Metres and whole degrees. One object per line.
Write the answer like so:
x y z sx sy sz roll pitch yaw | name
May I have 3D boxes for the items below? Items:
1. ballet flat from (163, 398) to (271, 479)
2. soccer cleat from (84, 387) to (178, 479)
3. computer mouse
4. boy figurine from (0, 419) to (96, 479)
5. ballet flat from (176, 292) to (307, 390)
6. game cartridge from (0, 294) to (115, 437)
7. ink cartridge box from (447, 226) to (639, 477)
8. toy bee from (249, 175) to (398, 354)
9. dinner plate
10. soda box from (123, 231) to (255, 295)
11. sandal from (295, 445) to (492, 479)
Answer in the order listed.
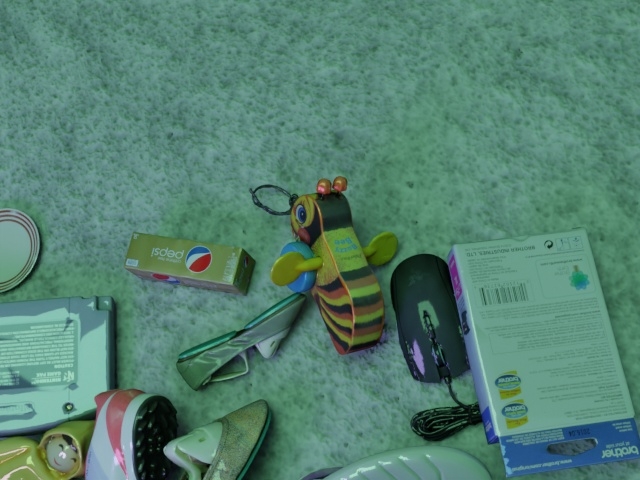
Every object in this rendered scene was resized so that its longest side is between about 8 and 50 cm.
-0.172 0.325 1.466 0.106 0.107 0.316 36 61 -16 | ballet flat
-0.273 0.359 1.514 0.116 0.108 0.318 6 89 37 | soccer cleat
0.189 0.126 1.494 0.184 0.060 0.262 -12 69 13 | computer mouse
-0.420 0.358 1.573 0.285 0.092 0.177 -35 84 7 | boy figurine
-0.102 0.147 1.580 0.213 0.072 0.068 -28 94 6 | ballet flat
-0.450 0.188 1.638 0.297 0.062 0.198 -4 74 1 | game cartridge
0.284 0.143 1.430 0.186 0.065 0.311 -7 66 -8 | ink cartridge box
0.000 0.000 1.518 0.298 0.162 0.195 42 48 13 | toy bee
-0.504 0.017 1.762 0.141 0.017 0.141 -5 69 15 | dinner plate
-0.192 0.034 1.638 0.181 0.061 0.058 9 74 19 | soda box
0.017 0.355 1.439 0.416 0.169 0.102 -24 27 8 | sandal
